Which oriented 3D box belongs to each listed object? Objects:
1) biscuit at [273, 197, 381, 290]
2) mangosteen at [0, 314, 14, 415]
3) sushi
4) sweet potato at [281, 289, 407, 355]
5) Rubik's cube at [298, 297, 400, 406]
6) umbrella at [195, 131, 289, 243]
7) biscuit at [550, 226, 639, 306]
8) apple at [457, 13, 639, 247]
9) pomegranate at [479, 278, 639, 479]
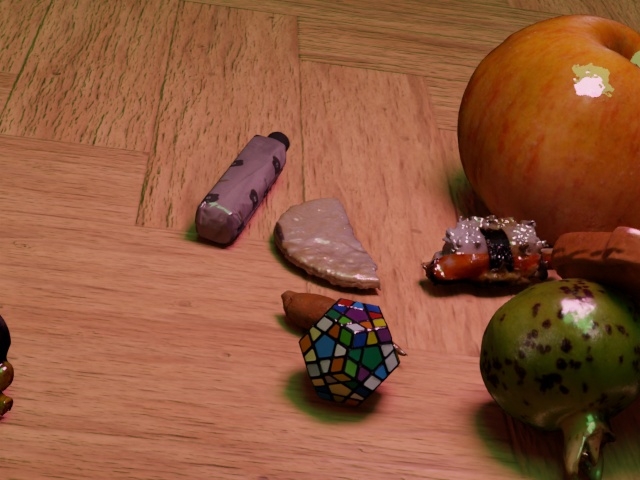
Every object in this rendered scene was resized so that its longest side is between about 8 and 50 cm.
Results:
[{"bbox_3d":[-0.002,0.002,2.007,0.133,0.032,0.250,1,30,-17],"label":"biscuit"},{"bbox_3d":[-0.403,0.138,1.556,0.151,0.137,0.137,48,34,-2],"label":"mangosteen"},{"bbox_3d":[0.250,0.017,1.993,0.226,0.103,0.097,1,13,-20],"label":"sushi"},{"bbox_3d":[0.029,0.112,1.797,0.195,0.056,0.056,27,32,19],"label":"sweet potato"},{"bbox_3d":[0.035,0.137,1.687,0.133,0.133,0.112,31,9,34],"label":"Rubik's cube"},{"bbox_3d":[-0.111,-0.091,2.107,0.073,0.067,0.337,26,30,2],"label":"umbrella"},{"bbox_3d":[0.489,0.078,1.744,0.350,0.078,0.455,6,-14,40],"label":"biscuit"},{"bbox_3d":[0.413,-0.172,2.141,0.400,0.333,0.400,6,29,-3],"label":"apple"},{"bbox_3d":[0.303,0.162,1.650,0.211,0.211,0.263,-2,59,-21],"label":"pomegranate"}]
